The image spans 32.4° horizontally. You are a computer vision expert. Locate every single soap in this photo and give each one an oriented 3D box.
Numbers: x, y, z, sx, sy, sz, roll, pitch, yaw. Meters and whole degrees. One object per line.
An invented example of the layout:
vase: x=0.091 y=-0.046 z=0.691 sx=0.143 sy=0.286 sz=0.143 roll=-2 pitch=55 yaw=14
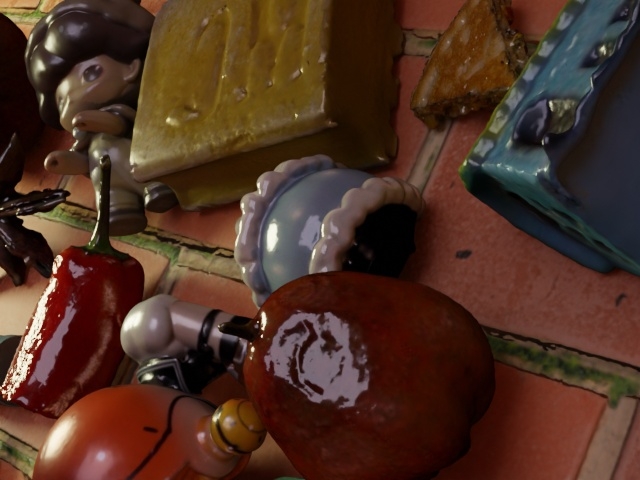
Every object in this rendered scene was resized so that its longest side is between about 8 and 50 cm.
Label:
soap: x=-0.066 y=-0.209 z=1.396 sx=0.335 sy=0.156 sz=0.294 roll=-11 pitch=64 yaw=37

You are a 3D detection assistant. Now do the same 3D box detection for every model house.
model house: x=0.271 y=-0.109 z=1.021 sx=0.237 sy=0.215 sz=0.303 roll=-57 pitch=15 yaw=-2

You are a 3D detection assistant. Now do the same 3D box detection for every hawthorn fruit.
hawthorn fruit: x=-0.591 y=-0.250 z=1.769 sx=0.308 sy=0.308 sz=0.325 roll=-41 pitch=41 yaw=15
hawthorn fruit: x=0.028 y=0.123 z=1.037 sx=0.224 sy=0.260 sz=0.224 roll=-58 pitch=7 yaw=11

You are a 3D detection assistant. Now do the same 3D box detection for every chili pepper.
chili pepper: x=-0.298 y=0.071 z=1.443 sx=0.134 sy=0.131 sz=0.338 roll=-4 pitch=65 yaw=67

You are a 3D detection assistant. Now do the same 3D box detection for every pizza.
pizza: x=0.186 y=-0.189 z=1.215 sx=0.188 sy=0.062 sz=0.199 roll=-59 pitch=26 yaw=14

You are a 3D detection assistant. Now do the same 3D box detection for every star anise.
star anise: x=-0.489 y=-0.038 z=1.646 sx=0.288 sy=0.088 sz=0.288 roll=7 pitch=107 yaw=24

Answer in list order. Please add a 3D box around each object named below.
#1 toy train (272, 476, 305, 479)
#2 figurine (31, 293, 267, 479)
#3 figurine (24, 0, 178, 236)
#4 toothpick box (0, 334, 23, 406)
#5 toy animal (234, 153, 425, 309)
toy train: x=-0.052 y=0.289 z=1.143 sx=0.149 sy=0.081 sz=0.099 roll=-12 pitch=60 yaw=35
figurine: x=-0.191 y=0.223 z=1.193 sx=0.320 sy=0.196 sz=0.323 roll=-27 pitch=34 yaw=48
figurine: x=-0.294 y=-0.194 z=1.562 sx=0.248 sy=0.203 sz=0.381 roll=-40 pitch=58 yaw=36
toothpick box: x=-0.469 y=0.179 z=1.547 sx=0.153 sy=0.101 sz=0.101 roll=0 pitch=66 yaw=39
toy animal: x=0.000 y=0.000 z=1.216 sx=0.204 sy=0.156 sz=0.208 roll=21 pitch=77 yaw=41
